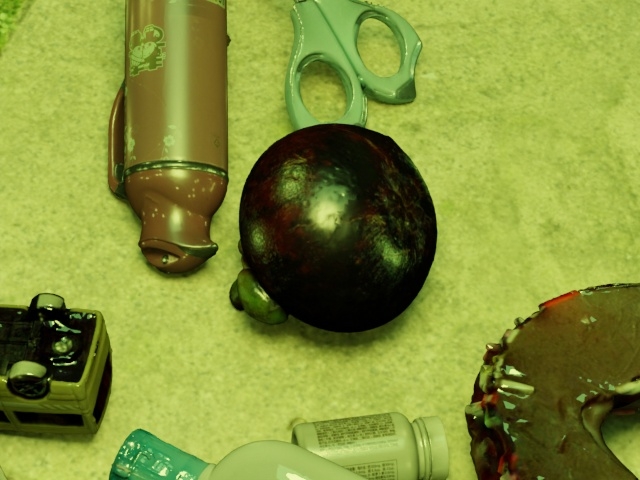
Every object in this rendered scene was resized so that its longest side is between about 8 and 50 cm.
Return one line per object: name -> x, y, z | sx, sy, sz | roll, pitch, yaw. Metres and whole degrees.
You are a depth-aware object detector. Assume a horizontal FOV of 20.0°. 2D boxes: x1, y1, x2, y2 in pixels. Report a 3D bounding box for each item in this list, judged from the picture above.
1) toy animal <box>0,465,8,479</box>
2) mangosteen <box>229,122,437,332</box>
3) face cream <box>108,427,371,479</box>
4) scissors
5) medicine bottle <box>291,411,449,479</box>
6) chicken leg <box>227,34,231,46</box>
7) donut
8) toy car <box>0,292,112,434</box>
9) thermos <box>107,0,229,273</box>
toy animal -> -0.433, 0.250, 1.548 | 0.310, 0.251, 0.251 | -30, 61, -4
mangosteen -> 0.007, -0.009, 1.794 | 0.216, 0.216, 0.216 | 2, 55, -3
face cream -> -0.032, 0.266, 1.629 | 0.337, 0.080, 0.163 | 25, 96, 12
scissors -> -0.019, -0.276, 1.937 | 0.191, 0.029, 0.360 | -38, 108, -26
medicine bottle -> 0.047, 0.204, 1.707 | 0.140, 0.079, 0.079 | -7, 56, -9
chicken leg -> -0.135, -0.173, 1.966 | 0.093, 0.070, 0.178 | -15, 64, 6
donut -> 0.287, 0.169, 1.722 | 0.345, 0.136, 0.259 | -16, 56, -17
toy car -> -0.327, 0.119, 1.712 | 0.257, 0.124, 0.101 | 3, 51, 9
thermos -> -0.162, -0.126, 1.871 | 0.136, 0.109, 0.330 | -3, 75, 7
